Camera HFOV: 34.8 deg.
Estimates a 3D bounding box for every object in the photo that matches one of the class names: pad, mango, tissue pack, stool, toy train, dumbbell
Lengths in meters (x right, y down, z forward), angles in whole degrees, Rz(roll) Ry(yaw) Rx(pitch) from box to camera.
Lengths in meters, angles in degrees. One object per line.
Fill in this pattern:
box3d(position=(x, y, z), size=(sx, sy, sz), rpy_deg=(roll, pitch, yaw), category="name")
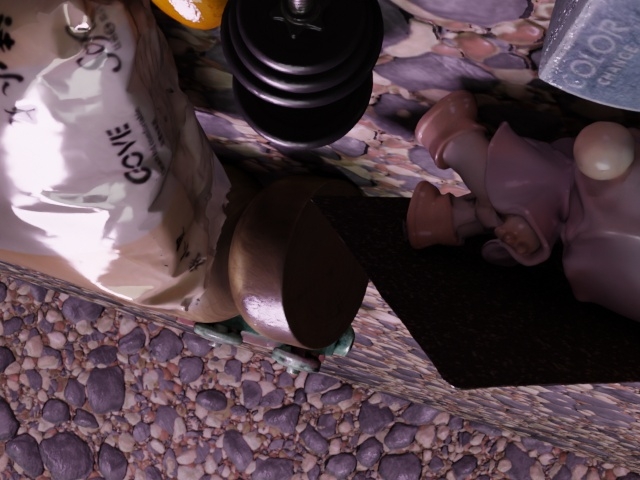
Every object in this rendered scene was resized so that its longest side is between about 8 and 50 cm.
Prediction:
box3d(position=(0.134, 0.025, 0.759), size=(0.219, 0.004, 0.330), rpy_deg=(1, -158, -16), category="pad")
box3d(position=(-0.092, -0.174, 0.659), size=(0.060, 0.046, 0.089), rpy_deg=(1, 147, 45), category="mango")
box3d(position=(-0.266, -0.112, 0.857), size=(0.389, 0.195, 0.376), rpy_deg=(13, 154, 21), category="tissue pack")
box3d(position=(-0.099, 0.005, 1.107), size=(0.264, 0.179, 0.179), rpy_deg=(10, 165, 31), category="stool")
box3d(position=(-0.098, 0.122, 1.707), size=(0.304, 0.150, 0.221), rpy_deg=(19, 177, -11), category="toy train")
box3d(position=(-0.011, -0.118, 0.654), size=(0.099, 0.099, 0.208), rpy_deg=(17, 168, 4), category="dumbbell")

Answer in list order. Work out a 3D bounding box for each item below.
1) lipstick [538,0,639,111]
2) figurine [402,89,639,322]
box3d(position=(0.158, -0.133, 0.413), size=(0.077, 0.076, 0.290), rpy_deg=(16, 167, 1), category="lipstick")
box3d(position=(0.188, -0.020, 0.706), size=(0.275, 0.133, 0.200), rpy_deg=(15, 173, 29), category="figurine")
